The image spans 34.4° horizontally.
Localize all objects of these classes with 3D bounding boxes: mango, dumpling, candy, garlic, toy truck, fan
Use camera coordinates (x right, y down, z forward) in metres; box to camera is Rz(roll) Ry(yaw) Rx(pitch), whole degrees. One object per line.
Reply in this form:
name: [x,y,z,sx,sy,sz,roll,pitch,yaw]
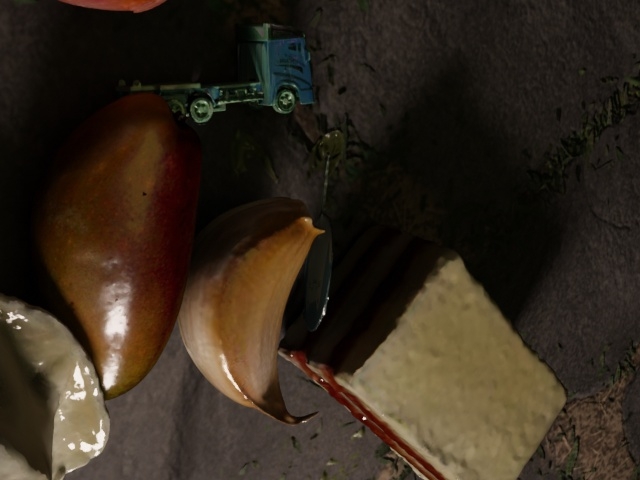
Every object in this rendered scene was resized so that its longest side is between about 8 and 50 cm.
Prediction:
mango: [-0.172,0.006,0.844,0.133,0.111,0.268,3,111,-27]
dumpling: [-0.282,0.150,0.746,0.243,0.175,0.227,-58,160,-54]
candy: [0.118,0.138,1.100,0.179,0.135,0.321,-54,130,-12]
garlic: [-0.077,0.061,0.931,0.128,0.115,0.207,-3,101,-43]
toy truck: [-0.092,-0.146,0.896,0.175,0.067,0.081,-11,104,-32]
fan: [0.000,0.000,0.994,0.005,0.113,0.175,8,81,-13]

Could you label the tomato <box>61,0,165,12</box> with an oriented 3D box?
tomato: [-0.157,-0.270,0.726,0.208,0.184,0.208,-50,163,-22]
